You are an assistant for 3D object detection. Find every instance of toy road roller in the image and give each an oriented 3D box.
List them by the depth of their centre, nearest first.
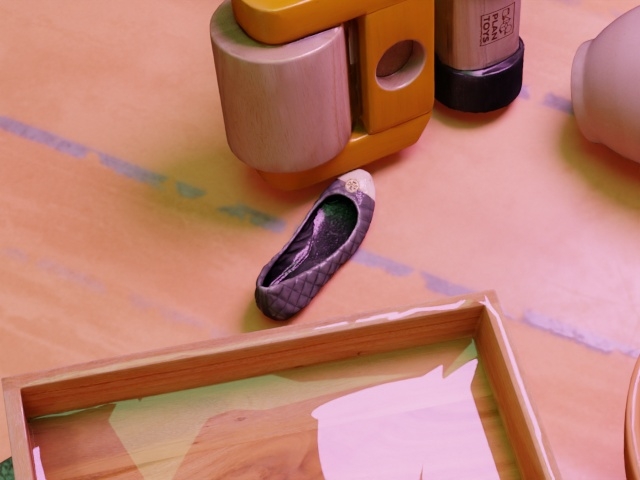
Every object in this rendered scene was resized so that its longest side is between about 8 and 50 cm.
[{"bbox_3d":[0.028,-0.222,1.292,0.329,0.202,0.240,-25,48,-18],"label":"toy road roller"}]

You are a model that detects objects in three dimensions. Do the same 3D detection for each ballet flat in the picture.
[{"bbox_3d":[0.000,0.000,1.247,0.057,0.049,0.173,24,63,20],"label":"ballet flat"}]

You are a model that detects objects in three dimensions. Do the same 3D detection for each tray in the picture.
[{"bbox_3d":[-0.030,0.175,1.103,0.411,0.076,0.203,-10,60,-11],"label":"tray"}]

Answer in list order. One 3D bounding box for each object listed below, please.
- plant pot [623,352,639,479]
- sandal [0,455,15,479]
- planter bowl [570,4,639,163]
[{"bbox_3d":[0.360,0.182,1.025,0.291,0.203,0.291,-2,60,3],"label":"plant pot"},{"bbox_3d":[-0.176,0.198,1.154,0.254,0.054,0.097,-25,68,-21],"label":"sandal"},{"bbox_3d":[0.294,-0.139,1.258,0.109,0.162,0.162,-3,55,35],"label":"planter bowl"}]
